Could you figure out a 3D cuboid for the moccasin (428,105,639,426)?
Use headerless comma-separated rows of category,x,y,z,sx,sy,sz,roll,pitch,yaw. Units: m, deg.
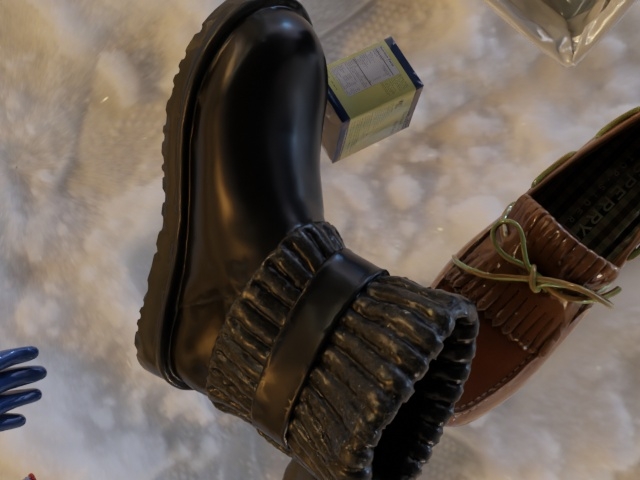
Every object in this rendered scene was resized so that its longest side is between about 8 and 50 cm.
moccasin,0.215,0.016,1.053,0.380,0.147,0.139,-39,76,-13

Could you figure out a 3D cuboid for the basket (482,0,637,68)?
basket,0.174,-0.231,0.925,0.167,0.103,0.113,41,105,1

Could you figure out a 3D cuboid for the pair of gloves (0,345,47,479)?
pair of gloves,-0.270,0.161,0.851,0.159,0.023,0.198,-12,109,-51

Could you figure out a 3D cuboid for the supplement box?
supplement box,0.037,-0.124,1.027,0.083,0.083,0.056,-27,74,-15

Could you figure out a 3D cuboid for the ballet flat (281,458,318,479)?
ballet flat,-0.024,0.308,1.039,0.095,0.096,0.280,6,117,-17

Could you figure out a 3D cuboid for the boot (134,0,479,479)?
boot,0.003,0.001,0.872,0.131,0.260,0.348,-4,110,-47
